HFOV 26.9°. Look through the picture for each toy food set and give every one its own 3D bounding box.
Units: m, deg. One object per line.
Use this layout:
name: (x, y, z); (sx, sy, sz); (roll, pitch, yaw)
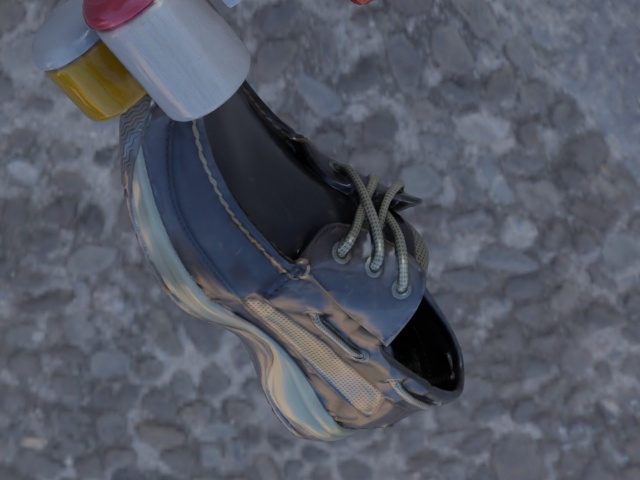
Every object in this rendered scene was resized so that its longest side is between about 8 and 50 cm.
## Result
toy food set: (-0.026, -0.143, 0.490); (0.232, 0.111, 0.104); (-37, 125, 5)

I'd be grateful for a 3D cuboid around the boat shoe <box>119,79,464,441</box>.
boat shoe: (0.000, 0.000, 0.779); (0.130, 0.132, 0.355); (-9, 147, 17)
